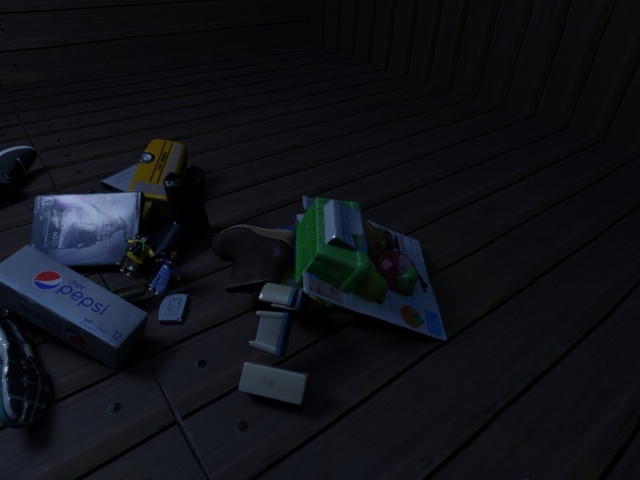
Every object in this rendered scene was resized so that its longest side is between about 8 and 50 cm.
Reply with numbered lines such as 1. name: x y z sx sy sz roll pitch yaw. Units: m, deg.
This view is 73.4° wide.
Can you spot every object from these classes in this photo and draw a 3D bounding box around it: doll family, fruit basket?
1. doll family: -0.399 0.046 1.014 0.192 0.112 0.076 31 -2 6
2. fruit basket: 0.120 0.043 0.982 0.352 0.166 0.327 17 39 -15

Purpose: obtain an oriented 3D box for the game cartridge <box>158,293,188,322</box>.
1. game cartridge: -0.334 0.154 0.972 0.055 0.017 0.083 3 36 -5

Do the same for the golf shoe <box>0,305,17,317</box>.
1. golf shoe: -0.681 0.132 0.951 0.198 0.077 0.093 9 1 31

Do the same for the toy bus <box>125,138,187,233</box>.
1. toy bus: -0.490 -0.159 1.275 0.130 0.108 0.333 9 46 -13

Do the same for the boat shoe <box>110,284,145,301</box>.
1. boat shoe: -0.463 0.142 0.954 0.152 0.049 0.056 -18 15 -16

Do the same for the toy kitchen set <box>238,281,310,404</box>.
1. toy kitchen set: -0.060 0.202 0.867 0.122 0.166 0.207 10 79 11

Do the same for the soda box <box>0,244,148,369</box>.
1. soda box: -0.494 0.131 0.851 0.286 0.091 0.098 29 40 0

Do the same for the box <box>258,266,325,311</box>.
1. box: -0.047 0.112 1.022 0.179 0.043 0.105 5 36 8

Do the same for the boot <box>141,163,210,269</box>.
1. boot: -0.381 -0.063 1.105 0.094 0.207 0.246 18 40 20

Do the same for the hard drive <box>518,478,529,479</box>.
1. hard drive: 0.220 0.442 0.572 0.254 0.054 0.172 -10 38 -16

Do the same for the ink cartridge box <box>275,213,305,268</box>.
1. ink cartridge box: 0.000 0.000 1.173 0.223 0.045 0.223 -7 37 -12

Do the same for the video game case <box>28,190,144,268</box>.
1. video game case: -0.595 -0.027 1.093 0.273 0.026 0.196 -3 73 0

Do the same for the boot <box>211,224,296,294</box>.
1. boot: -0.189 0.047 1.028 0.248 0.090 0.207 -6 32 20

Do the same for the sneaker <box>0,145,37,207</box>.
1. sneaker: -0.978 -0.195 1.351 0.146 0.105 0.296 15 44 14

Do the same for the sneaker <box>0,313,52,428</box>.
1. sneaker: -0.584 0.248 0.786 0.110 0.107 0.275 -43 51 -17

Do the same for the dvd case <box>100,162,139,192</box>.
1. dvd case: -0.572 -0.190 1.418 0.238 0.030 0.179 21 41 24
